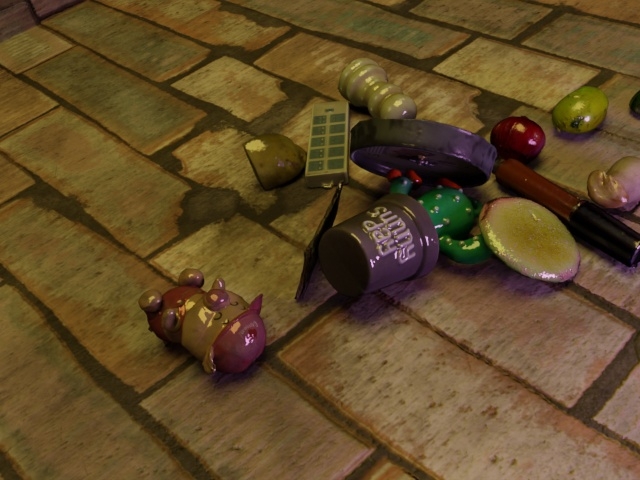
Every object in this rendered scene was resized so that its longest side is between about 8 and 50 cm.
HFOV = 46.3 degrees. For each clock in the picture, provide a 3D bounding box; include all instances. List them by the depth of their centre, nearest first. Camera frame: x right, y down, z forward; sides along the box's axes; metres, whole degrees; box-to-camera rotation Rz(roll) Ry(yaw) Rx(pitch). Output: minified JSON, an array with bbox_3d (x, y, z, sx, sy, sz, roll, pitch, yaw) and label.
[{"bbox_3d":[0.220,-0.188,1.648,0.325,0.325,0.067,8,82,22],"label":"clock"}]

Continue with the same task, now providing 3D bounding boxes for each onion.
[{"bbox_3d":[0.465,-0.237,1.768,0.131,0.131,0.131,-7,41,6],"label":"onion"}]

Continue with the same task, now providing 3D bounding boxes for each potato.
[{"bbox_3d":[-0.105,-0.213,1.872,0.149,0.120,0.081,-33,43,-10],"label":"potato"}]

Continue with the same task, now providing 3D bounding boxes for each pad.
[{"bbox_3d":[0.001,0.000,1.589,0.022,0.174,0.233,20,46,6],"label":"pad"}]

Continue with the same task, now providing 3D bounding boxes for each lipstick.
[{"bbox_3d":[0.520,-0.073,1.605,0.077,0.077,0.418,-28,42,-17],"label":"lipstick"}]

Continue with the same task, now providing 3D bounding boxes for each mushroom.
[{"bbox_3d":[0.646,-0.126,1.598,0.212,0.097,0.088,-18,2,-37],"label":"mushroom"}]

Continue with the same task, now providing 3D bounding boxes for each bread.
[{"bbox_3d":[0.425,-0.009,1.512,0.228,0.033,0.228,13,44,-13],"label":"bread"}]

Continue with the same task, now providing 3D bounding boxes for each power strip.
[{"bbox_3d":[0.023,-0.264,1.969,0.106,0.043,0.367,-5,41,8],"label":"power strip"}]

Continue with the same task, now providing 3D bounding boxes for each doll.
[{"bbox_3d":[-0.218,0.155,1.479,0.256,0.152,0.196,23,65,28],"label":"doll"}]

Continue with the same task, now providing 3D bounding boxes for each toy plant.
[{"bbox_3d":[0.195,-0.014,1.546,0.400,0.185,0.279,-24,31,-37],"label":"toy plant"}]

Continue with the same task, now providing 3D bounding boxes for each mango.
[{"bbox_3d":[0.643,-0.327,1.843,0.119,0.100,0.178,19,42,34],"label":"mango"}]

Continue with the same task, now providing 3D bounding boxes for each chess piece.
[{"bbox_3d":[0.165,-0.381,2.018,0.133,0.133,0.243,-27,50,-16],"label":"chess piece"}]

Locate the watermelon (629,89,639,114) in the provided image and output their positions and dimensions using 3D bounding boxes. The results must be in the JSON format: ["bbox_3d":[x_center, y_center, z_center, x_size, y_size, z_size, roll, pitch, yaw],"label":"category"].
[{"bbox_3d":[0.819,-0.346,1.845,0.105,0.062,0.105,-3,43,3],"label":"watermelon"}]
